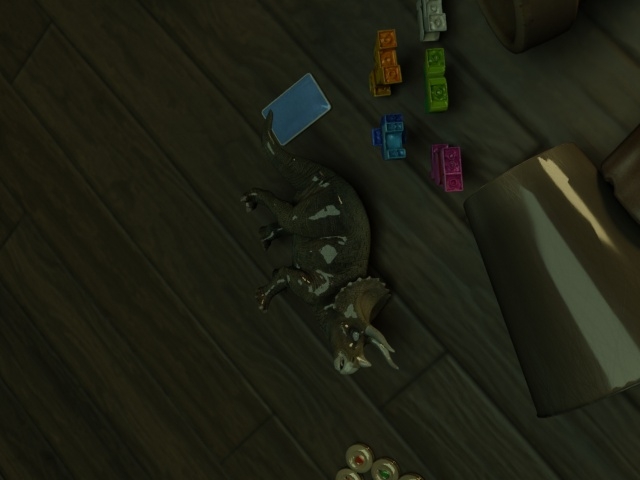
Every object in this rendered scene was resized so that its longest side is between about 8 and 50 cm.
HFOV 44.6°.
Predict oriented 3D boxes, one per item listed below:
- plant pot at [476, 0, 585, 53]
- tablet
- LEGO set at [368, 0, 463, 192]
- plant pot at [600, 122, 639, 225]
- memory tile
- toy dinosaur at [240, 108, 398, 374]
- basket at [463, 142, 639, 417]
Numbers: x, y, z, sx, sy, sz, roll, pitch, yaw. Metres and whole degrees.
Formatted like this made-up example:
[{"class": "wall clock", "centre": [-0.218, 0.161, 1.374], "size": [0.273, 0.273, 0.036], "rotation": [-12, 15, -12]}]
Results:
[{"class": "plant pot", "centre": [0.238, -0.330, 0.702], "size": [0.229, 0.263, 0.262], "rotation": [-20, 87, 8]}, {"class": "tablet", "centre": [-0.030, -0.161, 0.963], "size": [0.083, 0.006, 0.054], "rotation": [-35, 81, 24]}, {"class": "LEGO set", "centre": [0.095, -0.162, 0.868], "size": [0.087, 0.093, 0.227], "rotation": [-5, 90, -5]}, {"class": "plant pot", "centre": [0.361, -0.081, 0.710], "size": [0.167, 0.167, 0.165], "rotation": [50, 122, 12]}, {"class": "memory tile", "centre": [0.061, 0.336, 0.979], "size": [0.113, 0.012, 0.147], "rotation": [27, 107, 21]}, {"class": "toy dinosaur", "centre": [0.000, 0.000, 0.927], "size": [0.161, 0.121, 0.313], "rotation": [-8, 88, 14]}, {"class": "basket", "centre": [0.253, 0.030, 0.776], "size": [0.204, 0.154, 0.226], "rotation": [-31, 79, 24]}]
